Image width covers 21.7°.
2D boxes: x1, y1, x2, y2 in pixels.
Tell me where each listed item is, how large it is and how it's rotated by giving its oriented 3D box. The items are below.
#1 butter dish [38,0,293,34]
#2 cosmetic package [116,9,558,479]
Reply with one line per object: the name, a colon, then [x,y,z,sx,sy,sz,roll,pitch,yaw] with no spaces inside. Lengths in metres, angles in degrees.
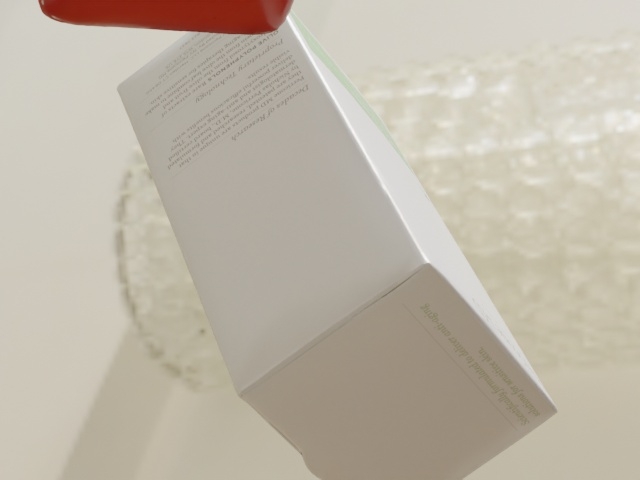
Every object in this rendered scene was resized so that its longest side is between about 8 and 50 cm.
butter dish: [-0.088,-0.207,0.931,0.160,0.118,0.160,-1,-61,-32]
cosmetic package: [0.000,0.000,1.200,0.197,0.155,0.365,47,-171,-42]
